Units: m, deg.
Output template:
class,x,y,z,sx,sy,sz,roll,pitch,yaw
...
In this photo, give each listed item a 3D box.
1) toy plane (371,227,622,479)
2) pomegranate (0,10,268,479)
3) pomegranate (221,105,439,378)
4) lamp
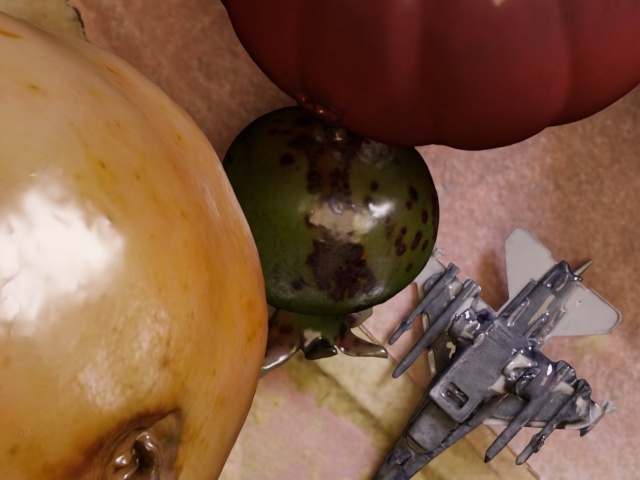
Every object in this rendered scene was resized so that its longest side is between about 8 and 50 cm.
class,x,y,z,sx,sy,sz,roll,pitch,yaw
toy plane,0.099,0.092,1.219,0.160,0.082,0.234,42,88,12
pomegranate,-0.240,0.057,1.003,0.411,0.411,0.412,-2,99,-11
pomegranate,0.003,0.001,1.159,0.148,0.148,0.169,-10,107,-10
lamp,0.081,-0.191,1.069,0.303,0.303,0.257,-17,142,-8
